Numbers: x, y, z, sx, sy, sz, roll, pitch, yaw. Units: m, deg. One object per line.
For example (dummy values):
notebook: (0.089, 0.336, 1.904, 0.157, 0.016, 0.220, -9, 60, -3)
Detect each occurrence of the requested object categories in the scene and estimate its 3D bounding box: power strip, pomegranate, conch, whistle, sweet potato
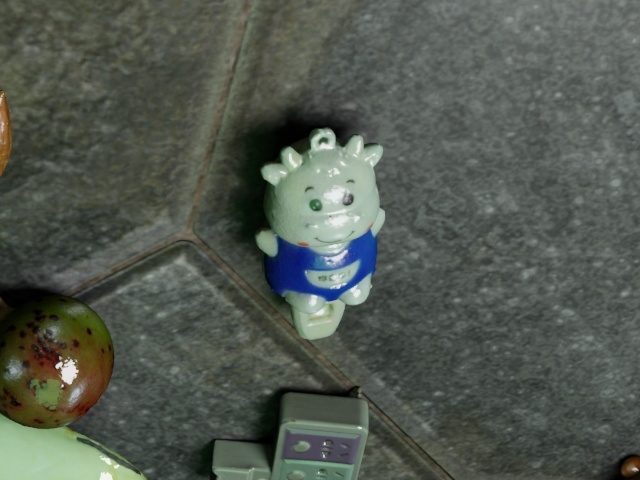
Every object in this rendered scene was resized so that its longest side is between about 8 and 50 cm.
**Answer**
power strip: (-0.036, 0.224, 1.552, 0.145, 0.061, 0.215, 5, 135, -5)
pomegranate: (-0.241, 0.103, 1.333, 0.130, 0.130, 0.130, -5, 137, -4)
conch: (-0.300, 0.188, 1.404, 0.251, 0.137, 0.143, 7, 153, -43)
whistle: (0.000, 0.000, 1.281, 0.110, 0.092, 0.244, -11, 137, -13)
sweet potato: (-0.253, -0.078, 1.201, 0.034, 0.034, 0.095, 6, 125, -16)

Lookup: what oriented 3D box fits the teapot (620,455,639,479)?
teapot: (0.375, 0.273, 1.627, 0.252, 0.135, 0.178, -34, 170, 3)
